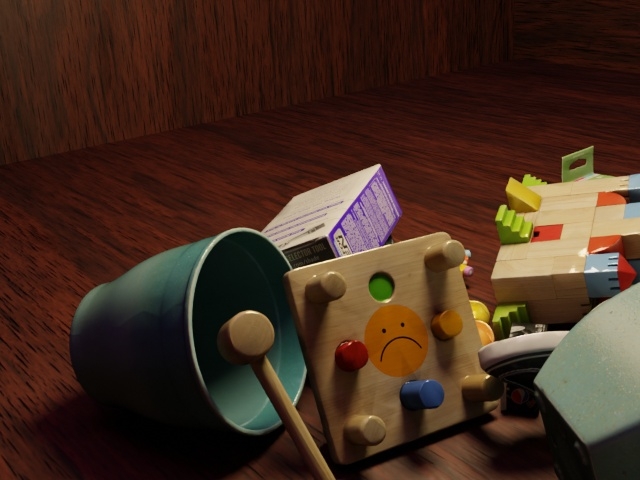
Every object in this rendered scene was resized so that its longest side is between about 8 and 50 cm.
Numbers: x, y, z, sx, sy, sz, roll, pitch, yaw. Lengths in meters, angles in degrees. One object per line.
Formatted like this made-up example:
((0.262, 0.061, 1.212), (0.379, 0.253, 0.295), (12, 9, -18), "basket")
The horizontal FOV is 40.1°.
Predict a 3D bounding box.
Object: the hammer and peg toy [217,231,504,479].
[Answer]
((0.050, 0.152, 1.128), (0.361, 0.266, 0.127), (-15, -4, -25), "hammer and peg toy")

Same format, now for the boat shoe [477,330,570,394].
((0.341, 0.184, 1.111), (0.301, 0.102, 0.108), (10, -28, -21), "boat shoe")

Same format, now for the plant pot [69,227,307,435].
((-0.194, 0.135, 1.209), (0.255, 0.272, 0.271), (-9, 16, 29), "plant pot")

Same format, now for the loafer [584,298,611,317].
((0.485, 0.132, 1.278), (0.319, 0.112, 0.111), (-18, 16, -35), "loafer")

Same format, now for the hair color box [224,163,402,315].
((0.000, 0.000, 1.418), (0.185, 0.110, 0.339), (-20, 13, 25), "hair color box")

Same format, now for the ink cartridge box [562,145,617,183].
((0.510, -0.063, 1.653), (0.109, 0.209, 0.062), (-20, 23, -36), "ink cartridge box")

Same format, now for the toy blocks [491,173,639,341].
((0.443, 0.009, 1.446), (0.260, 0.191, 0.381), (-5, 31, 27), "toy blocks")

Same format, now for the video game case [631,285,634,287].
((0.578, 0.069, 1.568), (0.166, 0.015, 0.119), (10, 24, 34), "video game case")

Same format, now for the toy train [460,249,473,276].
((0.214, 0.057, 1.626), (0.166, 0.046, 0.125), (-7, 19, -17), "toy train")

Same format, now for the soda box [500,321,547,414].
((0.293, 0.179, 1.256), (0.053, 0.060, 0.169), (2, 21, 17), "soda box")

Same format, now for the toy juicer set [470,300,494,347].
((0.163, 0.108, 1.429), (0.209, 0.090, 0.329), (-9, 20, -13), "toy juicer set")

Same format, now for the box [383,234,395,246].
((0.020, 0.070, 1.476), (0.232, 0.059, 0.183), (-25, 13, 10), "box")

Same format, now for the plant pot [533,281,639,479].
((0.383, 0.200, 0.956), (0.252, 0.247, 0.248), (-21, 22, -2), "plant pot")
